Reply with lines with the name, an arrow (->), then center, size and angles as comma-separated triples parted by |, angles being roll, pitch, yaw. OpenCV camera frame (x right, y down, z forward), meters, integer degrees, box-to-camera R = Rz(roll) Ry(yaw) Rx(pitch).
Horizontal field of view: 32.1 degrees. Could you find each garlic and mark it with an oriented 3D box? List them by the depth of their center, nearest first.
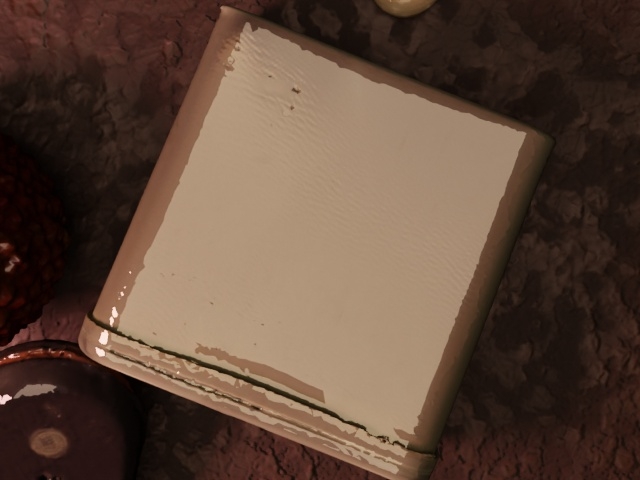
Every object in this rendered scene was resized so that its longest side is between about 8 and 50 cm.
garlic -> 0.079, -0.248, 1.099 | 0.083, 0.041, 0.053 | 21, 92, 7

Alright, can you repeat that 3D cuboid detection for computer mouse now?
computer mouse -> -0.269, 0.228, 1.116 | 0.182, 0.116, 0.323 | 7, 119, -8

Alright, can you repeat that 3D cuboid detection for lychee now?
lychee -> -0.384, -0.006, 1.032 | 0.300, 0.264, 0.264 | 7, 97, -10

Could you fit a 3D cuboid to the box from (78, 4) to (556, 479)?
box -> 0.000, 0.000, 1.066 | 0.351, 0.177, 0.344 | 22, 94, 0
